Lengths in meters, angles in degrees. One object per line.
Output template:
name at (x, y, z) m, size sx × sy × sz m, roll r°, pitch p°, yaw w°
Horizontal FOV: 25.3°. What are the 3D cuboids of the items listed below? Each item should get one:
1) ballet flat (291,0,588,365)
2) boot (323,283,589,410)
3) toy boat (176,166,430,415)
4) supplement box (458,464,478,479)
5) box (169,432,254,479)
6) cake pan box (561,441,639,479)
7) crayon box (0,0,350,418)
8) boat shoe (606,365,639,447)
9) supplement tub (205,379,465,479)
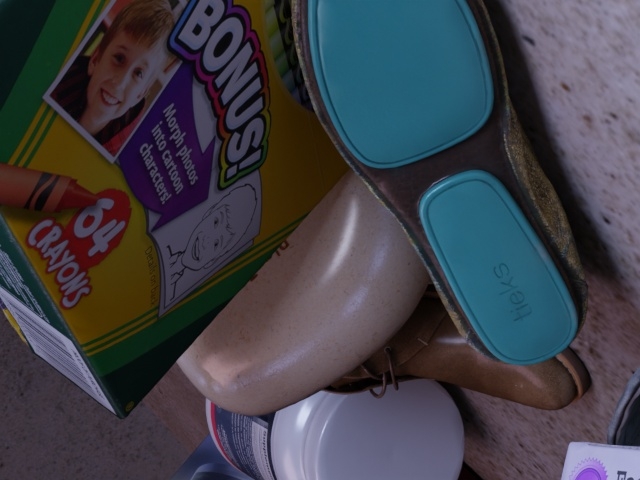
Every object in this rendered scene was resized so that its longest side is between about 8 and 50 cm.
ballet flat at (0.075, -0.071, 0.912) m, size 0.123 × 0.123 × 0.348 m, roll 24°, pitch 149°, yaw 55°
boot at (0.069, 0.096, 1.187) m, size 0.305 × 0.115 × 0.112 m, roll 17°, pitch 143°, yaw 27°
toy boat at (-0.037, -0.037, 1.138) m, size 0.148 × 0.267 × 0.318 m, roll 9°, pitch -133°, yaw -61°
supplement box at (0.141, 0.376, 1.580) m, size 0.194 × 0.191 × 0.129 m, roll 42°, pitch 163°, yaw 24°
box at (-0.087, 0.444, 2.075) m, size 0.296 × 0.294 × 0.182 m, roll 24°, pitch 153°, yaw 35°
cake pan box at (0.284, 0.171, 0.718) m, size 0.246 × 0.070 × 0.267 m, roll 26°, pitch 164°, yaw -26°
crayon box at (-0.092, -0.107, 0.859) m, size 0.106 × 0.313 × 0.363 m, roll 33°, pitch 158°, yaw 26°
boat shoe at (0.243, 0.081, 0.773) m, size 0.121 × 0.119 × 0.335 m, roll 45°, pitch 163°, yaw 15°
supplement tub at (0.010, 0.191, 1.501) m, size 0.191 × 0.191 × 0.272 m, roll 56°, pitch 162°, yaw -22°
